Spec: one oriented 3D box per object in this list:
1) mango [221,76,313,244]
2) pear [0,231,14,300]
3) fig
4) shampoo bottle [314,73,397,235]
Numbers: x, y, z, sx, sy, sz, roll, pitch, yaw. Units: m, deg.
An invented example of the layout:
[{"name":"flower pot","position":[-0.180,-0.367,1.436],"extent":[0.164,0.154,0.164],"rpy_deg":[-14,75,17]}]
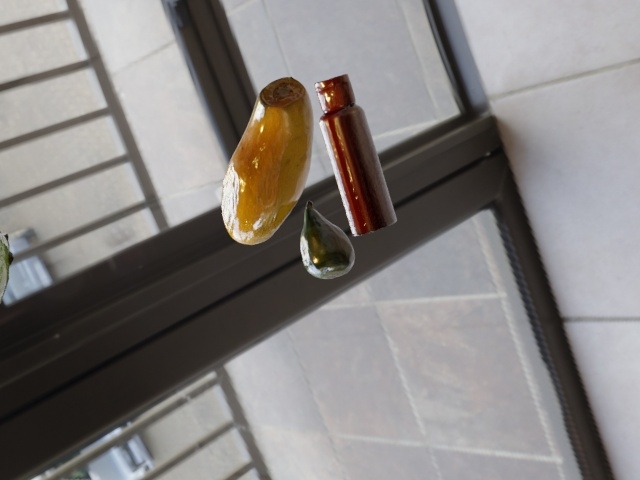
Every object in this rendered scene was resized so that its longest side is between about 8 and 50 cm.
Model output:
[{"name":"mango","position":[-0.099,-0.152,1.778],"extent":[0.144,0.187,0.359],"rpy_deg":[28,109,21]},{"name":"pear","position":[-0.428,0.031,0.863],"extent":[0.255,0.239,0.163],"rpy_deg":[152,125,-69]},{"name":"fig","position":[0.000,0.000,1.882],"extent":[0.177,0.117,0.117],"rpy_deg":[62,145,27]},{"name":"shampoo bottle","position":[0.055,-0.143,1.480],"extent":[0.064,0.102,0.260],"rpy_deg":[-12,98,37]}]
